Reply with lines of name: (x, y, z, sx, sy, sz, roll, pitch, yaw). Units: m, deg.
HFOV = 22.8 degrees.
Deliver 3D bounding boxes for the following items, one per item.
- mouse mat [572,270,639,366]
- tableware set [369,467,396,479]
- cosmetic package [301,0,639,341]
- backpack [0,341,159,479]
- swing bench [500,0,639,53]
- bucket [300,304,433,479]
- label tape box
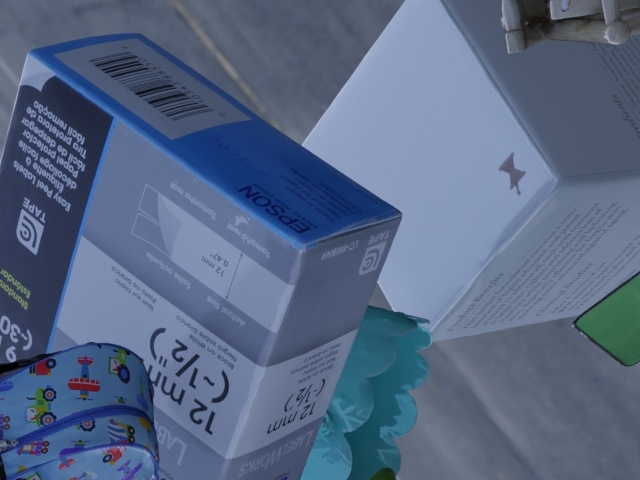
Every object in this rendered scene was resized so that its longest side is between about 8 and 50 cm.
mouse mat: (0.352, 0.067, 1.656, 0.190, 0.152, 0.007, 34, -159, -55)
tableware set: (0.032, 0.246, 1.216, 0.024, 0.104, 0.154, 28, 143, 36)
cosmetic package: (0.264, -0.109, 2.005, 0.329, 0.394, 0.327, -52, 56, 40)
backpack: (-0.168, 0.139, 0.922, 0.158, 0.173, 0.117, 82, 161, -62)
swing bench: (0.221, -0.293, 1.303, 0.255, 0.165, 0.253, -170, 67, -68)
bucket: (-0.013, 0.177, 1.640, 0.183, 0.281, 0.281, 18, 159, 14)
label tape box: (-0.120, 0.070, 1.086, 0.249, 0.115, 0.347, 35, 120, 25)
